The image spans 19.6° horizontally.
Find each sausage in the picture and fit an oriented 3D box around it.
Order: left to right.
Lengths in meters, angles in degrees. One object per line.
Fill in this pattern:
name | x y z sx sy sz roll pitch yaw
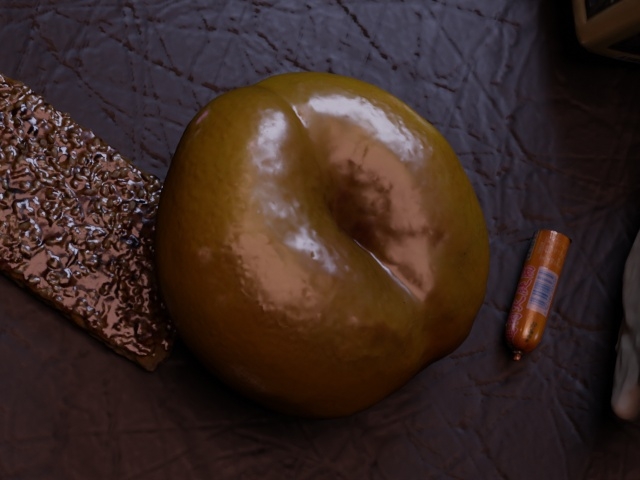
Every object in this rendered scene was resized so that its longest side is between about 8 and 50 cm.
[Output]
sausage | 0.163 0.043 1.408 0.031 0.031 0.107 23 69 -7

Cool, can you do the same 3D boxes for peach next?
peach | 0.000 0.000 1.303 0.251 0.153 0.251 5 81 -32

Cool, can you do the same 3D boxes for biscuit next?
biscuit | -0.179 -0.016 1.335 0.231 0.025 0.131 34 69 -3

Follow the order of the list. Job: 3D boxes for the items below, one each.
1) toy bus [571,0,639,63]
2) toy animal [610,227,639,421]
toy bus | 0.283 -0.329 1.458 0.177 0.202 0.365 6 73 -34
toy animal | 0.347 0.009 1.364 0.188 0.266 0.308 25 57 -26
